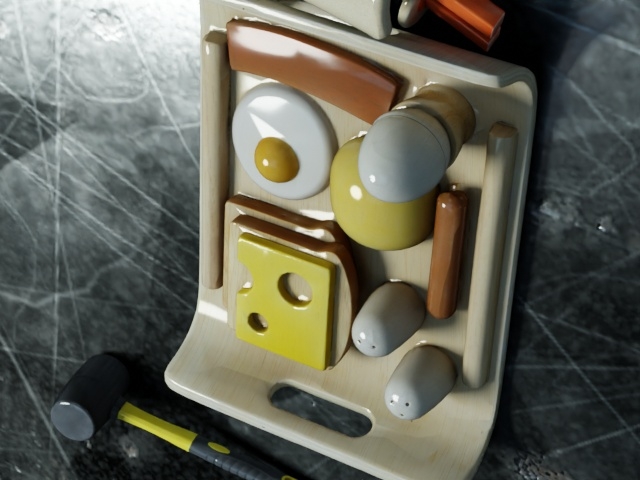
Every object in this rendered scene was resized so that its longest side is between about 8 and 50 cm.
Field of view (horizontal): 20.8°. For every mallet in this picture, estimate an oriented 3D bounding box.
[{"bbox_3d":[-0.099,0.143,1.208,0.189,0.062,0.039,28,130,15],"label":"mallet"}]

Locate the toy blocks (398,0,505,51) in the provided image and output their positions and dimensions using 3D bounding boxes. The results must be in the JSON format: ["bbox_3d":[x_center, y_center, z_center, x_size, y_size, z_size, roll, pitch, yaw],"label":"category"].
[{"bbox_3d":[0.086,-0.151,0.913,0.148,0.054,0.123,34,130,11],"label":"toy blocks"}]

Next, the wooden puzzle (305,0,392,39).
[{"bbox_3d":[-0.033,-0.244,0.892,0.221,0.044,0.239,32,129,35],"label":"wooden puzzle"}]

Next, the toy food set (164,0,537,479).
[{"bbox_3d":[0.000,0.000,1.034,0.219,0.092,0.306,19,127,22],"label":"toy food set"}]
